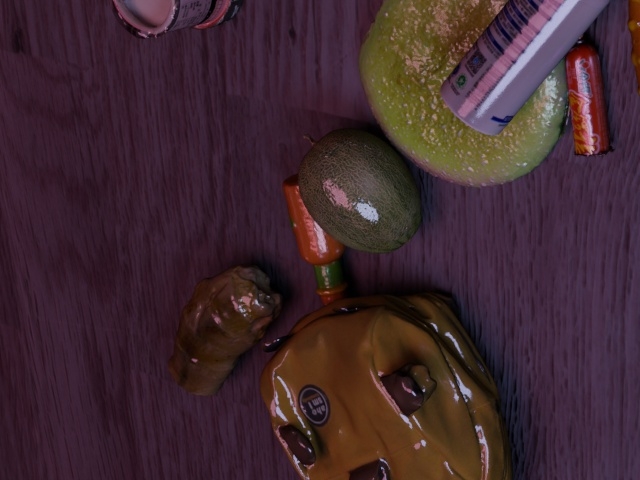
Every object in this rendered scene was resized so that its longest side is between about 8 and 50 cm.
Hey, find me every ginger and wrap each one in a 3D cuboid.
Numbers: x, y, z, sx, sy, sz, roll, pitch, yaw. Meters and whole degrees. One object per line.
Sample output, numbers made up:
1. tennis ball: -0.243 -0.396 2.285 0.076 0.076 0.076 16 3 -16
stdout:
1. ginger: -0.146 0.125 2.344 0.263 0.116 0.109 124 148 -46

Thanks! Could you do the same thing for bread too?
1. bread: 0.171 -0.196 1.967 0.301 0.045 0.301 18 122 32

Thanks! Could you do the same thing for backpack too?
1. backpack: 0.094 0.251 2.140 0.353 0.201 0.378 -35 88 45

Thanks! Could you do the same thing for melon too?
1. melon: 0.046 -0.068 2.064 0.192 0.139 0.139 47 133 0

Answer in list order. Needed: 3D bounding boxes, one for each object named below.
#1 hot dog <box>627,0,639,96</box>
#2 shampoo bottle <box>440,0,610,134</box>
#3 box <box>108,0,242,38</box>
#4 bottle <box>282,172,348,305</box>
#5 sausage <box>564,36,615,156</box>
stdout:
1. hot dog: 0.400 -0.176 1.771 0.115 0.072 0.269 -5 107 33
2. shampoo bottle: 0.257 -0.256 1.807 0.092 0.092 0.303 46 118 13
3. box: -0.197 -0.341 2.138 0.151 0.135 0.151 18 122 31
4. bottle: 0.000 0.000 2.185 0.069 0.069 0.187 -1 109 40
5. sausage: 0.308 -0.171 1.864 0.050 0.048 0.145 -135 34 -69
